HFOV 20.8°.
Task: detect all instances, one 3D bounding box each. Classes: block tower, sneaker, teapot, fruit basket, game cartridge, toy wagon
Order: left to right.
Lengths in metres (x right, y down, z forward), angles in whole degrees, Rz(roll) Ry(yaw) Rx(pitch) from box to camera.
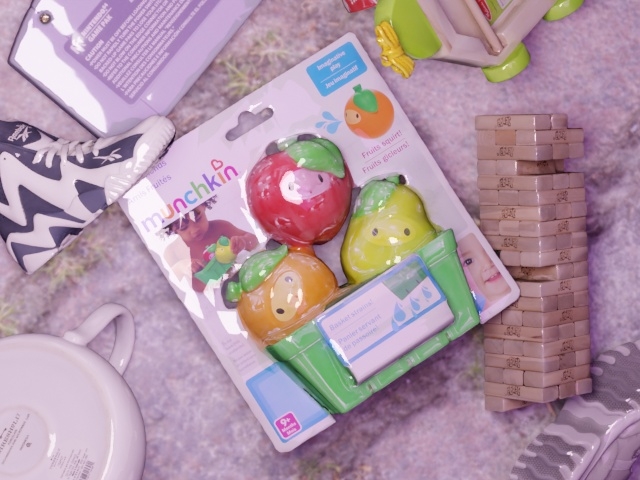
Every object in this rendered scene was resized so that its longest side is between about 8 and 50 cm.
[{"bbox_3d":[-0.286,0.220,1.828,0.256,0.187,0.252,-24,71,5],"label":"teapot"},{"bbox_3d":[-0.274,-0.089,1.828,0.235,0.094,0.153,-39,95,28],"label":"sneaker"},{"bbox_3d":[-0.190,-0.260,1.888,0.198,0.062,0.297,40,83,-9],"label":"game cartridge"},{"bbox_3d":[0.000,0.000,1.895,0.327,0.165,0.353,-32,97,-10],"label":"fruit basket"},{"bbox_3d":[0.151,-0.302,1.896,0.344,0.068,0.267,-48,117,-29],"label":"toy wagon"},{"bbox_3d":[0.243,0.024,1.977,0.091,0.097,0.335,-6,97,-43],"label":"block tower"},{"bbox_3d":[0.333,0.226,2.043,0.281,0.105,0.115,-41,135,-13],"label":"sneaker"}]

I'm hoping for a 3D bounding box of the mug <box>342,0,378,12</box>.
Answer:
[{"bbox_3d":[0.056,-0.351,1.910,0.150,0.113,0.169,-20,103,13],"label":"mug"}]
